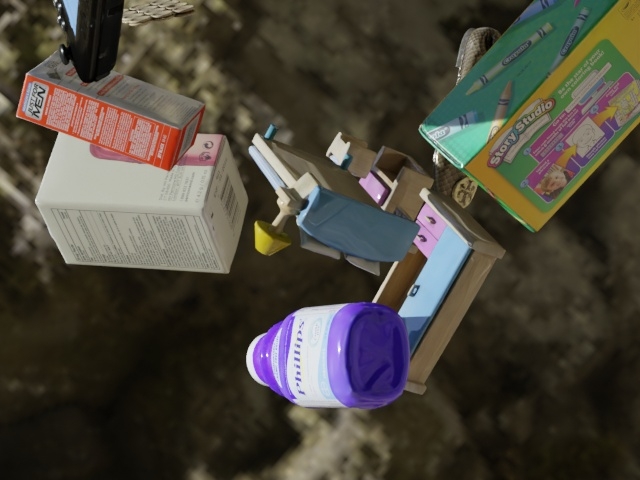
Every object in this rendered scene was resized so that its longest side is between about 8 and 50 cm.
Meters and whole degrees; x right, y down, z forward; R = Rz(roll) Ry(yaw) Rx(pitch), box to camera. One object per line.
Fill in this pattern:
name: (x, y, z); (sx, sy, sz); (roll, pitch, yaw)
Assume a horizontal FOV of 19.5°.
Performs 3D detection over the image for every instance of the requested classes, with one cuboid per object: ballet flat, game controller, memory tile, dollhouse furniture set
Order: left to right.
game controller: (-0.221, -0.267, 1.691); (0.067, 0.166, 0.319); (-25, -13, -17)
memory tile: (-0.270, -0.364, 2.982); (0.113, 0.012, 0.148); (-17, 18, -19)
dollhouse furniture set: (0.000, 0.000, 2.126); (0.198, 0.303, 0.286); (-61, 34, 15)
ballet flat: (0.198, -0.153, 2.408); (0.084, 0.058, 0.249); (15, -94, -60)

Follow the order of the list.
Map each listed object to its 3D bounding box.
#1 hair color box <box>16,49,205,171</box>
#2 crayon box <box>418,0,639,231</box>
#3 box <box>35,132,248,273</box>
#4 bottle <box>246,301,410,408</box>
hair color box: (-0.211, -0.132, 1.886); (0.093, 0.167, 0.053); (-59, -11, -66)
crayon box: (0.249, -0.158, 1.852); (0.278, 0.081, 0.165); (-47, -40, 6)
box: (-0.228, -0.052, 2.419); (0.148, 0.232, 0.126); (73, -155, -53)
bottle: (0.001, 0.133, 2.124); (0.283, 0.092, 0.118); (-8, 80, 64)
